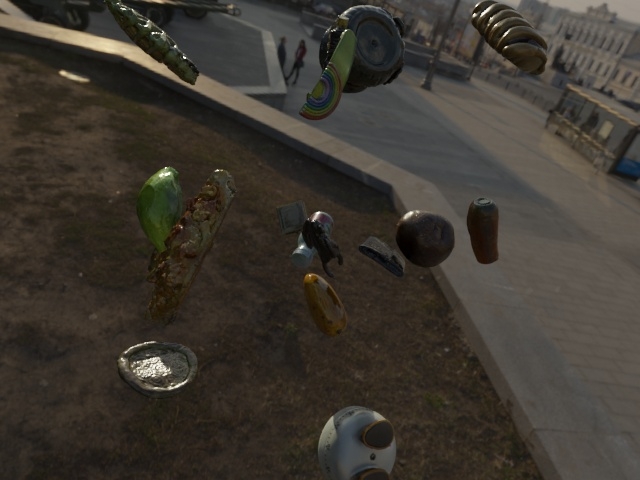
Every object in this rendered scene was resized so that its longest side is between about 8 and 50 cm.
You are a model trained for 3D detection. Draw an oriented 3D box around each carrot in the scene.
[{"bbox_3d":[0.443,-0.022,1.309,0.087,0.194,0.087,-9,32,6],"label":"carrot"}]

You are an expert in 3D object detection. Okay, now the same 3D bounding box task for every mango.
[{"bbox_3d":[0.010,0.212,1.584,0.109,0.147,0.228,-29,74,-3],"label":"mango"}]

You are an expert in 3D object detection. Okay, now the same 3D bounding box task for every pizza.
[{"bbox_3d":[-0.254,0.024,0.890,0.086,0.336,0.226,28,11,-10],"label":"pizza"}]

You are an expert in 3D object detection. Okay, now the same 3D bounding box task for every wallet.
[{"bbox_3d":[0.226,0.046,1.680,0.170,0.044,0.321,34,12,6],"label":"wallet"}]

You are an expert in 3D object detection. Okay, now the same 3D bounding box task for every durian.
[{"bbox_3d":[-0.413,-0.074,1.268,0.139,0.101,0.251,33,47,-60],"label":"durian"}]

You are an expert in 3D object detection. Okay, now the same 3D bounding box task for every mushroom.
[{"bbox_3d":[0.384,-0.009,1.713,0.231,0.138,0.195,8,68,-19],"label":"mushroom"}]

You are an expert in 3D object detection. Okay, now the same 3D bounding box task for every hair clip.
[{"bbox_3d":[0.025,-0.294,0.865,0.033,0.189,0.060,18,-10,46],"label":"hair clip"}]

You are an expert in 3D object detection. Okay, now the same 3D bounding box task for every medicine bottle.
[{"bbox_3d":[-0.028,-0.001,1.605,0.090,0.091,0.217,22,45,6],"label":"medicine bottle"}]

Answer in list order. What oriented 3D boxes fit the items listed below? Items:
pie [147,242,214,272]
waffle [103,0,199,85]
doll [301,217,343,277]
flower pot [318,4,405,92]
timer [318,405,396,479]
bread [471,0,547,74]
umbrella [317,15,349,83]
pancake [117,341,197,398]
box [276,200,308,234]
[{"bbox_3d":[-0.592,0.056,2.024,0.288,0.355,0.103,-36,79,-23],"label":"pie"},{"bbox_3d":[-0.349,-0.416,1.015,0.207,0.054,0.214,38,0,14],"label":"waffle"},{"bbox_3d":[0.000,0.000,1.101,0.057,0.165,0.139,-31,52,-8],"label":"doll"},{"bbox_3d":[0.158,-0.690,1.739,0.301,0.302,0.213,1,2,-27],"label":"flower pot"},{"bbox_3d":[0.098,0.596,1.386,0.233,0.234,0.240,-2,-4,-31],"label":"timer"},{"bbox_3d":[0.424,-0.451,1.059,0.134,0.081,0.225,15,41,-31],"label":"bread"},{"bbox_3d":[0.027,-0.368,0.954,0.040,0.144,0.037,39,40,27],"label":"umbrella"},{"bbox_3d":[-0.514,0.406,1.538,0.249,0.031,0.250,16,26,-8],"label":"pancake"},{"bbox_3d":[-0.075,-0.061,1.344,0.079,0.084,0.035,-15,-9,13],"label":"box"}]
